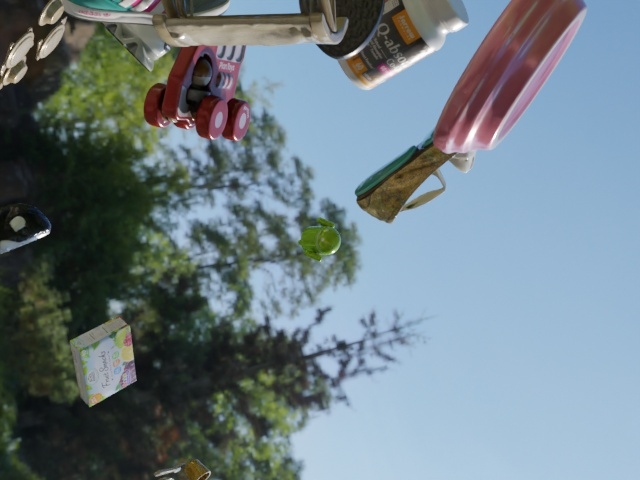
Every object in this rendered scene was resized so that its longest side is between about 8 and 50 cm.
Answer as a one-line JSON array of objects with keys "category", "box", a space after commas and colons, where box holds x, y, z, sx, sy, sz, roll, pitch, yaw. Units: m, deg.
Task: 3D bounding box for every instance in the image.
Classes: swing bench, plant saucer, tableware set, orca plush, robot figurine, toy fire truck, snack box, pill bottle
[{"category": "swing bench", "box": [-0.109, -0.386, 1.263, 0.165, 0.253, 0.254, -69, 156, -53]}, {"category": "plant saucer", "box": [0.295, -0.261, 1.339, 0.084, 0.332, 0.332, 36, -33, 10]}, {"category": "tableware set", "box": [-0.431, -0.297, 1.336, 0.020, 0.168, 0.141, 36, -32, -6]}, {"category": "orca plush", "box": [-0.580, -0.017, 1.397, 0.151, 0.287, 0.102, -73, 148, -71]}, {"category": "robot figurine", "box": [0.000, 0.000, 2.088, 0.115, 0.067, 0.101, 2, -117, 48]}, {"category": "toy fire truck", "box": [-0.266, -0.369, 2.034, 0.302, 0.169, 0.253, -15, 118, -71]}, {"category": "tableware set", "box": [-0.167, 0.282, 0.902, 0.024, 0.104, 0.154, 45, -72, 23]}, {"category": "snack box", "box": [-0.379, 0.212, 1.559, 0.037, 0.100, 0.141, 36, -41, 36]}, {"category": "pill bottle", "box": [0.175, -0.465, 1.965, 0.278, 0.162, 0.162, -27, -108, 27]}]

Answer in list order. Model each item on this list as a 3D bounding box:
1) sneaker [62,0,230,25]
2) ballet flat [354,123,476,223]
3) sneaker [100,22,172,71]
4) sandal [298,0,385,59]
[{"category": "sneaker", "box": [-0.269, -0.450, 1.432, 0.123, 0.296, 0.178, 65, -33, 29]}, {"category": "ballet flat", "box": [0.214, -0.149, 1.647, 0.348, 0.123, 0.123, -40, -121, 30]}, {"category": "sneaker", "box": [-0.402, -0.493, 1.741, 0.330, 0.146, 0.122, 43, 1, 2]}, {"category": "sandal", "box": [0.029, -0.552, 1.746, 0.107, 0.168, 0.445, 38, 39, -68]}]
